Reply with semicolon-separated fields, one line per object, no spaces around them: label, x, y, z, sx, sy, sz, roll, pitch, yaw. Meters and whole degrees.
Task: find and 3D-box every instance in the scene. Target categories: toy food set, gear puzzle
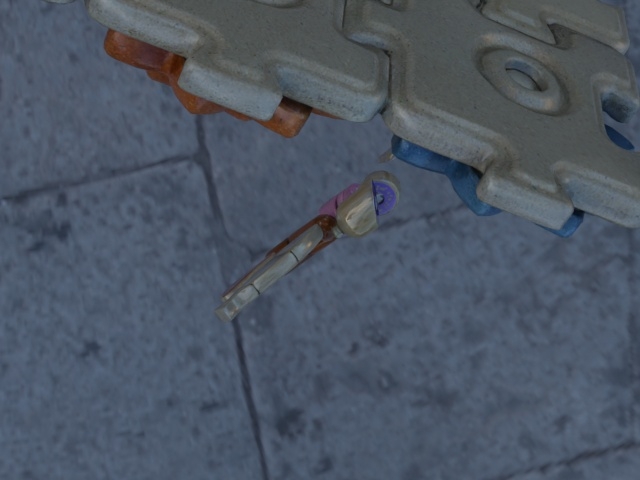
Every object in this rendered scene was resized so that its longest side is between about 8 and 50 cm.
toy food set;0.000;0.000;0.664;0.122;0.078;0.019;-41;96;-9
gear puzzle;-0.066;-0.095;0.403;0.339;0.175;0.044;20;128;-12
